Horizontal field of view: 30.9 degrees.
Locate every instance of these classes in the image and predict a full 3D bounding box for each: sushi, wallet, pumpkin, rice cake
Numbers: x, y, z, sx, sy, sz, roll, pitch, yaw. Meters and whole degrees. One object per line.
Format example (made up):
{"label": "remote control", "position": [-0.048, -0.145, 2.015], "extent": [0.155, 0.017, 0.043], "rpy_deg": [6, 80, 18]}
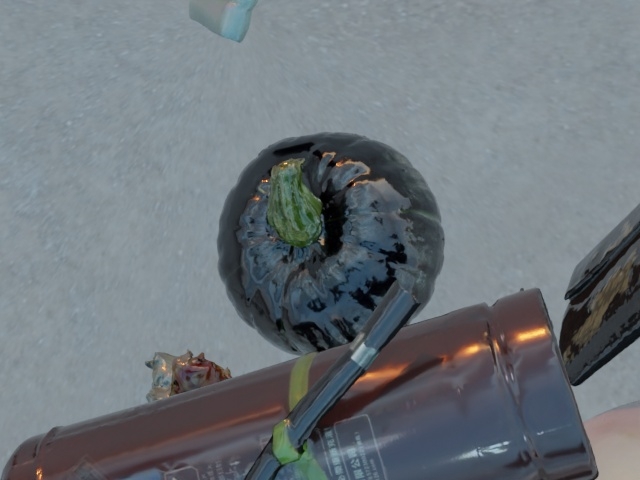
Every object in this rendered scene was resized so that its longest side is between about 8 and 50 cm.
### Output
{"label": "sushi", "position": [-0.113, 0.161, 1.064], "extent": [0.103, 0.226, 0.097], "rpy_deg": [25, 54, 16]}
{"label": "wallet", "position": [0.322, -0.004, 1.069], "extent": [0.044, 0.170, 0.321], "rpy_deg": [26, 137, -13]}
{"label": "pumpkin", "position": [0.000, 0.000, 1.422], "extent": [0.295, 0.296, 0.296], "rpy_deg": [-1, 101, -4]}
{"label": "rice cake", "position": [-0.120, -0.294, 1.411], "extent": [0.042, 0.222, 0.080], "rpy_deg": [13, 102, -20]}

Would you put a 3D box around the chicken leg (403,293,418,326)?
{"label": "chicken leg", "position": [0.088, 0.092, 1.283], "extent": [0.021, 0.036, 0.083], "rpy_deg": [31, 109, 10]}

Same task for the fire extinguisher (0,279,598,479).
{"label": "fire extinguisher", "position": [-0.047, 0.107, 0.560], "extent": [0.341, 0.105, 0.141], "rpy_deg": [-17, 117, 9]}

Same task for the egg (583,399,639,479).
{"label": "egg", "position": [0.367, 0.296, 1.110], "extent": [0.354, 0.354, 0.340], "rpy_deg": [48, 68, -11]}
